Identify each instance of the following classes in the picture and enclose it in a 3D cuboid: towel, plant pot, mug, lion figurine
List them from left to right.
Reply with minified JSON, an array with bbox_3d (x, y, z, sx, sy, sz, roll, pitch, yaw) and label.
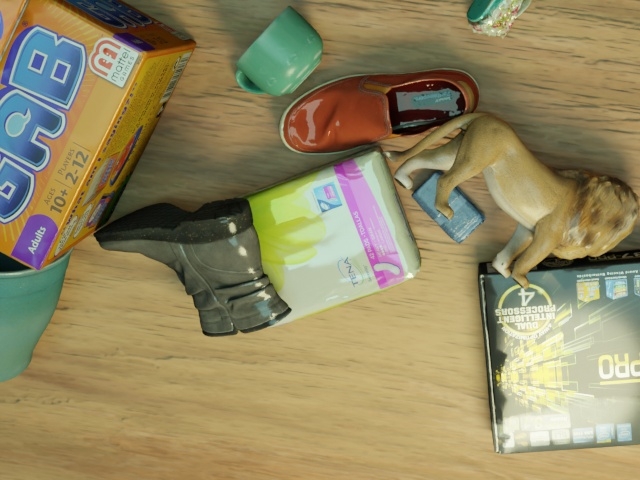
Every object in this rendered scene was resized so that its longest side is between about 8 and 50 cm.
[{"bbox_3d":[-0.557,0.089,1.847,0.272,0.271,0.255,15,117,2],"label":"plant pot"},{"bbox_3d":[-0.061,-0.292,1.788,0.097,0.158,0.129,42,78,-7],"label":"mug"},{"bbox_3d":[0.212,-0.056,1.856,0.067,0.029,0.119,-43,96,12],"label":"towel"},{"bbox_3d":[0.307,-0.088,1.744,0.392,0.142,0.240,41,89,-14],"label":"lion figurine"}]

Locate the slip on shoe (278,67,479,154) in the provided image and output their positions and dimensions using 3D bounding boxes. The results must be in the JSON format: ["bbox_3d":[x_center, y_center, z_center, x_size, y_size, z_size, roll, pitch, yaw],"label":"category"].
[{"bbox_3d":[0.091,-0.209,1.797,0.332,0.101,0.123,-9,103,8],"label":"slip on shoe"}]

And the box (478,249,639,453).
[{"bbox_3d":[0.470,0.180,1.852,0.395,0.097,0.318,-4,104,7],"label":"box"}]

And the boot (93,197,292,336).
[{"bbox_3d":[-0.219,0.057,1.826,0.338,0.118,0.222,0,116,40],"label":"boot"}]

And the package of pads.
[{"bbox_3d":[0.000,0.000,1.849,0.297,0.101,0.229,-19,100,12],"label":"package of pads"}]

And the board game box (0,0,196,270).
[{"bbox_3d":[-0.455,-0.224,1.707,0.356,0.356,0.356,29,103,-2],"label":"board game box"}]

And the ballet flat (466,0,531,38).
[{"bbox_3d":[0.320,-0.423,1.750,0.077,0.091,0.241,25,110,-32],"label":"ballet flat"}]
